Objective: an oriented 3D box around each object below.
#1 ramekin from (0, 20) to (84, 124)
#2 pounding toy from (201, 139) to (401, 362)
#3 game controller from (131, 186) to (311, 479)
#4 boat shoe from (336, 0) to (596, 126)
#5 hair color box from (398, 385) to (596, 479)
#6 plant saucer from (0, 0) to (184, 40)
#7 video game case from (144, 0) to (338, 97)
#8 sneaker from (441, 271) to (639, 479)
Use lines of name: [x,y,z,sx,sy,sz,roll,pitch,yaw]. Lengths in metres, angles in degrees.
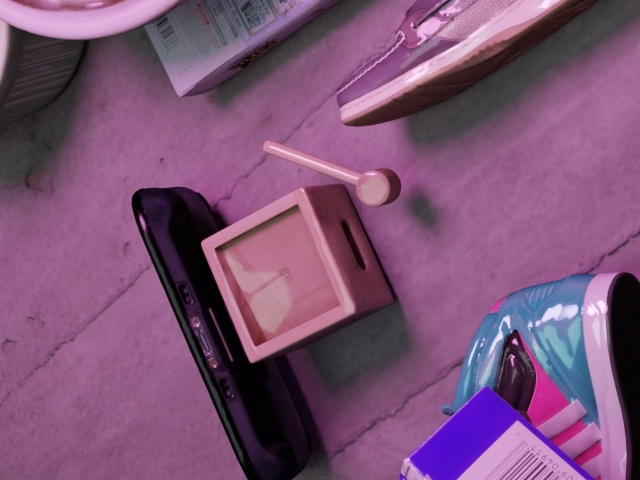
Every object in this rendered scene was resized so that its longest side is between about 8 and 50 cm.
ramekin: [-0.386,-0.251,1.700,0.303,0.148,0.303,10,108,33]
pounding toy: [0.001,-0.011,1.536,0.206,0.094,0.181,-27,81,27]
game controller: [-0.100,0.094,1.587,0.067,0.166,0.319,-25,87,16]
boat shoe: [0.124,-0.190,1.395,0.285,0.103,0.092,-30,79,33]
hair color box: [0.149,0.286,1.401,0.185,0.110,0.339,41,155,20]
plant saucer: [-0.204,-0.384,1.474,0.400,0.100,0.400,4,100,26]
video game case: [-0.095,-0.310,1.535,0.244,0.061,0.269,-30,85,37]
sneaker: [0.198,0.171,1.420,0.178,0.124,0.295,0,102,35]
